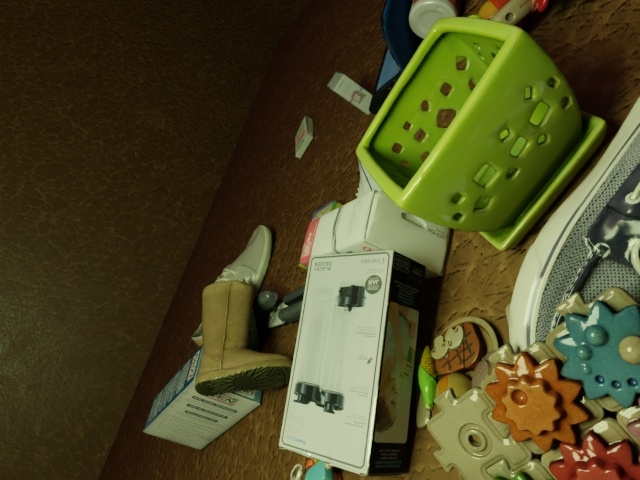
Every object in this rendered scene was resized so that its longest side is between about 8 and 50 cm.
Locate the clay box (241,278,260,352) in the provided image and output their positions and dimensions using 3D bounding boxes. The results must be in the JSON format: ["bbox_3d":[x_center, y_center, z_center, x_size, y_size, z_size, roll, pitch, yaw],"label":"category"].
[{"bbox_3d":[-0.213,0.204,1.352,0.222,0.053,0.128,-129,31,-66],"label":"clay box"}]

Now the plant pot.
[{"bbox_3d":[0.208,-0.132,0.648,0.228,0.207,0.227,-56,24,18],"label":"plant pot"}]

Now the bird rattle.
[{"bbox_3d":[0.309,-0.385,0.821,0.253,0.143,0.207,-50,9,24],"label":"bird rattle"}]

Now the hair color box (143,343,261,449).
[{"bbox_3d":[-0.299,0.406,1.240,0.347,0.173,0.105,-45,27,38],"label":"hair color box"}]

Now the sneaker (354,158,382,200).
[{"bbox_3d":[0.106,-0.107,1.000,0.091,0.094,0.258,-46,28,28],"label":"sneaker"}]

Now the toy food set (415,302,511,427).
[{"bbox_3d":[0.176,0.157,0.627,0.192,0.038,0.133,-43,30,42],"label":"toy food set"}]

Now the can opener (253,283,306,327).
[{"bbox_3d":[-0.090,0.151,1.152,0.283,0.095,0.076,-35,36,62],"label":"can opener"}]

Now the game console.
[{"bbox_3d":[0.168,-0.508,1.196,0.250,0.173,0.293,-25,43,57],"label":"game console"}]

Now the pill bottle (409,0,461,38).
[{"bbox_3d":[0.271,-0.565,1.113,0.108,0.108,0.194,-26,44,57],"label":"pill bottle"}]

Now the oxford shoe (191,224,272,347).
[{"bbox_3d":[-0.273,0.148,1.531,0.169,0.130,0.450,-9,56,66],"label":"oxford shoe"}]

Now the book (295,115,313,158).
[{"bbox_3d":[-0.060,-0.370,1.751,0.096,0.035,0.144,-54,25,32],"label":"book"}]

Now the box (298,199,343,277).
[{"bbox_3d":[0.000,0.000,1.192,0.105,0.043,0.179,-29,42,55],"label":"box"}]

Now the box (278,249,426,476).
[{"bbox_3d":[0.047,0.167,0.708,0.169,0.087,0.290,-7,67,43],"label":"box"}]

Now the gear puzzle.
[{"bbox_3d":[0.180,0.200,0.437,0.175,0.044,0.339,52,123,21],"label":"gear puzzle"}]

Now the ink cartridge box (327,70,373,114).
[{"bbox_3d":[0.088,-0.400,1.327,0.052,0.122,0.088,-54,24,13],"label":"ink cartridge box"}]

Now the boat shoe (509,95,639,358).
[{"bbox_3d":[0.299,-0.007,0.409,0.341,0.127,0.158,-63,16,3],"label":"boat shoe"}]

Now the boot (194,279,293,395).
[{"bbox_3d":[-0.171,0.203,1.115,0.270,0.236,0.089,-95,-3,-45],"label":"boot"}]

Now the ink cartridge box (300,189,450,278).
[{"bbox_3d":[0.086,0.010,0.829,0.218,0.158,0.092,-25,46,58],"label":"ink cartridge box"}]

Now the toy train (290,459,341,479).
[{"bbox_3d":[0.017,0.331,0.791,0.166,0.046,0.125,-64,20,-8],"label":"toy train"}]
